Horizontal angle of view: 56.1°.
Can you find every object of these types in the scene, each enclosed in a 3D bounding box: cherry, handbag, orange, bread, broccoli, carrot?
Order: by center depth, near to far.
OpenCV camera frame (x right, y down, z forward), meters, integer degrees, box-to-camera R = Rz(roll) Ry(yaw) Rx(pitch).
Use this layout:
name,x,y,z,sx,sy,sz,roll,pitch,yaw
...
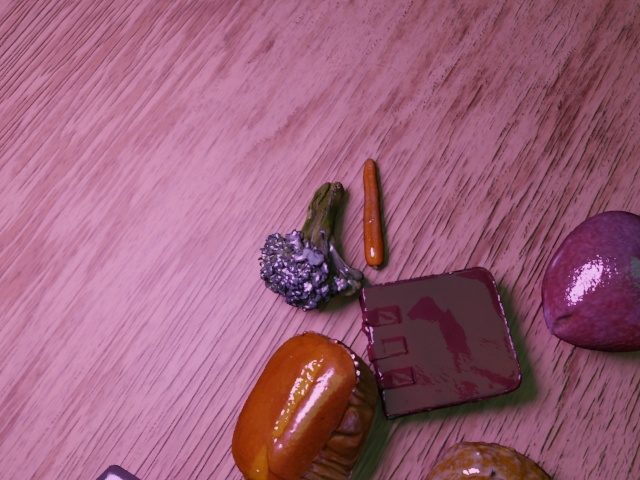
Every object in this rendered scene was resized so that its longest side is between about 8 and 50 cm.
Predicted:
name,x,y,z,sx,sy,sz,roll,pitch,yaw
orange,0.284,0.529,1.001,0.270,0.210,0.369,18,72,7
bread,-0.029,0.309,1.064,0.204,0.156,0.288,25,79,37
cherry,0.555,0.087,1.130,0.307,0.221,0.261,-38,68,3
handbag,0.225,0.193,1.163,0.275,0.084,0.260,-12,74,-3
broccoli,0.013,0.013,1.191,0.198,0.177,0.275,33,63,15
carrot,0.109,-0.060,1.262,0.043,0.043,0.248,-1,71,-1

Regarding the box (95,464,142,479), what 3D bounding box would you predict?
name,x,y,z,sx,sy,sz,roll,pitch,yaw
box,-0.309,0.498,0.965,0.220,0.291,0.166,28,55,8
